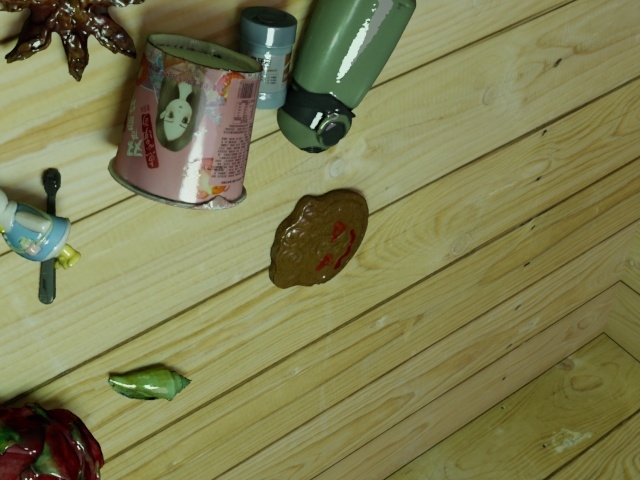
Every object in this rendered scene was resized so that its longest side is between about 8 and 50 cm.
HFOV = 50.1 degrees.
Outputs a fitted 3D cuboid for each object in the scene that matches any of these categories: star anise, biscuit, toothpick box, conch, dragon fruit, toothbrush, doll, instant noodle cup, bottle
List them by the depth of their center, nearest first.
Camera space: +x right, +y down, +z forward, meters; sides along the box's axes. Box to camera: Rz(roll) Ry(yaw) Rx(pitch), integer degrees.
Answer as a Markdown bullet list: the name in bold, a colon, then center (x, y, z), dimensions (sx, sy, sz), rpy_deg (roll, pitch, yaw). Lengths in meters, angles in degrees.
- **star anise**: center (-0.361, -0.359, 0.988), dimensions (0.288, 0.088, 0.288), rpy_deg (-22, 134, -25)
- **doll**: center (-0.508, -0.033, 1.127), dimensions (0.241, 0.135, 0.099), rpy_deg (32, 100, -38)
- **instant noodle cup**: center (-0.215, -0.202, 1.144), dimensions (0.242, 0.243, 0.231), rpy_deg (-3, 121, -38)
- **toothpick box**: center (-0.100, -0.325, 1.225), dimensions (0.101, 0.101, 0.153), rpy_deg (-15, 134, -30)
- **toothbrush**: center (-0.493, 0.004, 1.247), dimensions (0.030, 0.031, 0.297), rpy_deg (8, 124, -14)
- **bottle**: center (0.034, -0.331, 1.285), dimensions (0.168, 0.168, 0.347), rpy_deg (2, 126, -41)
- **dragon fruit**: center (-0.600, 0.481, 1.372), dimensions (0.329, 0.329, 0.329), rpy_deg (-23, 137, -23)
- **conch**: center (-0.393, 0.338, 1.595), dimensions (0.200, 0.080, 0.095), rpy_deg (5, 136, -22)
- **biscuit**: center (0.001, 0.001, 1.647), dimensions (0.257, 0.049, 0.273), rpy_deg (-4, 126, -37)
